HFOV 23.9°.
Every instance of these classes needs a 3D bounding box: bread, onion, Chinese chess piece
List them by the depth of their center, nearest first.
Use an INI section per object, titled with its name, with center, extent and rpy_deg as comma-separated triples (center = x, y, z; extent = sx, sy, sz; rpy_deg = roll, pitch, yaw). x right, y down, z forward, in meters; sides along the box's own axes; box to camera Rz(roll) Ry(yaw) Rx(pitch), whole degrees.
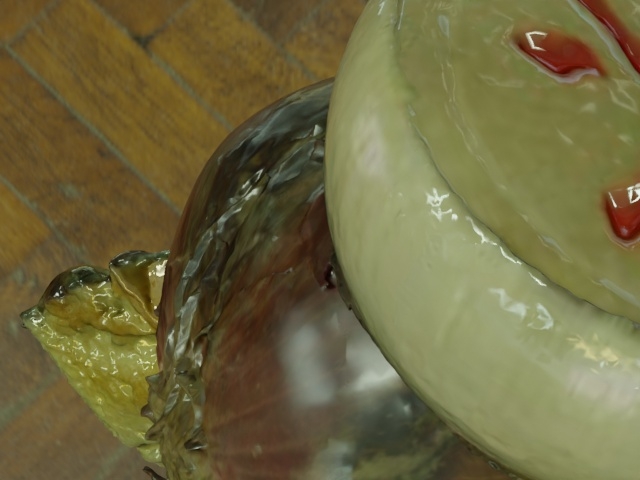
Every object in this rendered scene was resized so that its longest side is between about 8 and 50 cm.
[Chinese chess piece]
center = 0.124, -0.022, 0.546
extent = 0.249, 0.103, 0.250
rpy_deg = 8, 51, -10
[onion]
center = 0.056, 0.081, 0.745
extent = 0.353, 0.353, 0.354
rpy_deg = 1, 74, -3
[bread]
center = -0.067, 0.090, 1.026
extent = 0.251, 0.174, 0.133
rpy_deg = 13, 65, -46
